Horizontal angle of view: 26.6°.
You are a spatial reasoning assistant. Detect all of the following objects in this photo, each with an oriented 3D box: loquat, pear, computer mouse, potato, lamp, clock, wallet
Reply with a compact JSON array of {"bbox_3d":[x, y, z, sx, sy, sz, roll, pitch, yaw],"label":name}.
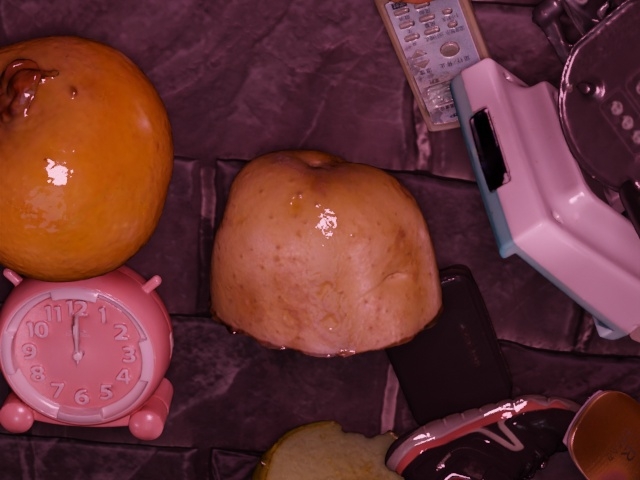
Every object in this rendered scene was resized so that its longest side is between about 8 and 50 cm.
[{"bbox_3d":[-0.293,-0.098,1.487,0.275,0.275,0.275,2,127,3],"label":"loquat"},{"bbox_3d":[0.032,0.398,1.899,0.292,0.159,0.292,4,127,5],"label":"pear"},{"bbox_3d":[0.412,0.298,1.816,0.126,0.056,0.245,-50,128,-13],"label":"computer mouse"},{"bbox_3d":[0.000,0.000,1.576,0.285,0.242,0.242,11,129,20],"label":"potato"},{"bbox_3d":[0.387,-0.134,1.394,0.272,0.374,0.205,19,129,-43],"label":"lamp"},{"bbox_3d":[-0.299,0.118,1.735,0.227,0.142,0.241,2,117,2],"label":"clock"},{"bbox_3d":[0.265,-0.057,1.449,0.116,0.262,0.231,-35,132,24],"label":"clock"},{"bbox_3d":[0.157,0.136,1.765,0.149,0.044,0.250,-15,124,11],"label":"wallet"}]

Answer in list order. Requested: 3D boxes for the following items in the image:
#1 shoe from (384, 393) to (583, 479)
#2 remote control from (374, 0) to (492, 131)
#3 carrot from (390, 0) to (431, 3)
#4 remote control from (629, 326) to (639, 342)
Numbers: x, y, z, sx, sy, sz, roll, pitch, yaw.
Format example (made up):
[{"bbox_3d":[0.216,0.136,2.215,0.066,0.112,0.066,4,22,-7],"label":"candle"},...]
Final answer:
[{"bbox_3d":[0.236,0.293,1.787,0.291,0.137,0.114,-14,149,-7],"label":"shoe"},{"bbox_3d":[0.128,-0.228,1.499,0.098,0.038,0.233,-16,125,16],"label":"remote control"},{"bbox_3d":[0.077,-0.407,1.254,0.224,0.224,0.340,12,127,-5],"label":"carrot"},{"bbox_3d":[0.461,0.043,1.668,0.090,0.049,0.230,13,129,-7],"label":"remote control"}]
